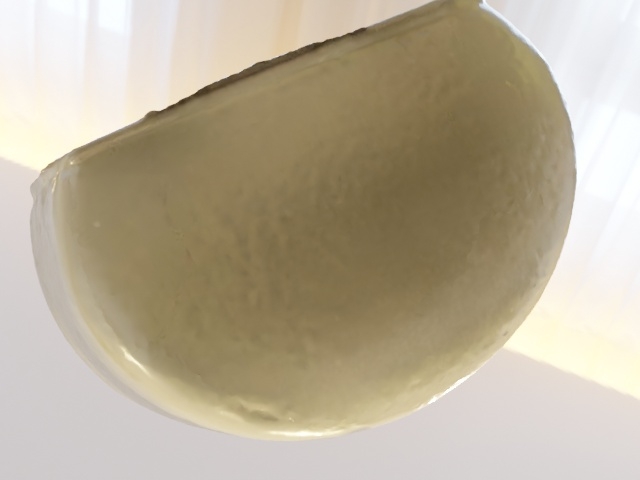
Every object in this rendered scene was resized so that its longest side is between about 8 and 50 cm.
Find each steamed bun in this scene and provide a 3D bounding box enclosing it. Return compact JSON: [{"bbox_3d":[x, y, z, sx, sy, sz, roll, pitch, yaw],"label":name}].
[{"bbox_3d":[0.000,0.000,0.457,0.242,0.146,0.164,-25,-87,-21],"label":"steamed bun"}]
